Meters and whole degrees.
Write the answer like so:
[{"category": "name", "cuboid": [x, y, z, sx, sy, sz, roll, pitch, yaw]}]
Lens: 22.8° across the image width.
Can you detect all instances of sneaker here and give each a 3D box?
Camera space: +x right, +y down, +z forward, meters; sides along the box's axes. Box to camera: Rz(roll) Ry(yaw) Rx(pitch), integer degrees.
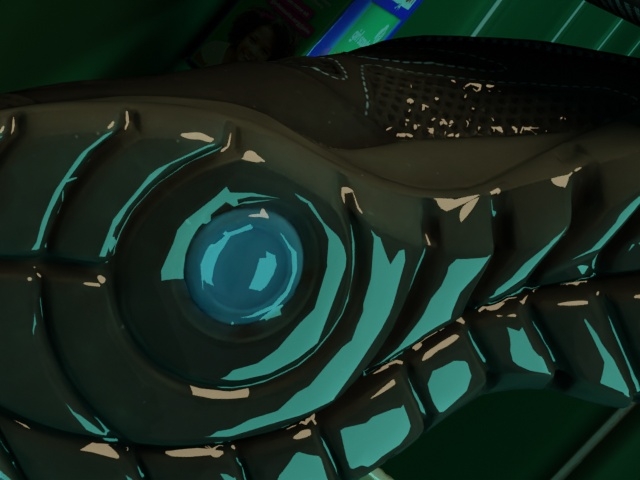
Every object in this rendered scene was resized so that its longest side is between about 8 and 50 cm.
[{"category": "sneaker", "cuboid": [0.000, 0.000, 0.502, 0.340, 0.139, 0.125, -2, 113, -24]}]

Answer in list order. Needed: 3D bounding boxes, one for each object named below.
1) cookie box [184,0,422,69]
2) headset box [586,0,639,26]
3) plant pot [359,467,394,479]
[{"category": "cookie box", "cuboid": [0.004, -0.094, 0.639, 0.107, 0.040, 0.092, -50, 170, 5]}, {"category": "headset box", "cuboid": [0.201, -0.134, 0.463, 0.218, 0.293, 0.110, -63, 169, 10]}, {"category": "plant pot", "cuboid": [-0.089, 0.356, 1.241, 0.305, 0.334, 0.334, -23, -173, 34]}]
